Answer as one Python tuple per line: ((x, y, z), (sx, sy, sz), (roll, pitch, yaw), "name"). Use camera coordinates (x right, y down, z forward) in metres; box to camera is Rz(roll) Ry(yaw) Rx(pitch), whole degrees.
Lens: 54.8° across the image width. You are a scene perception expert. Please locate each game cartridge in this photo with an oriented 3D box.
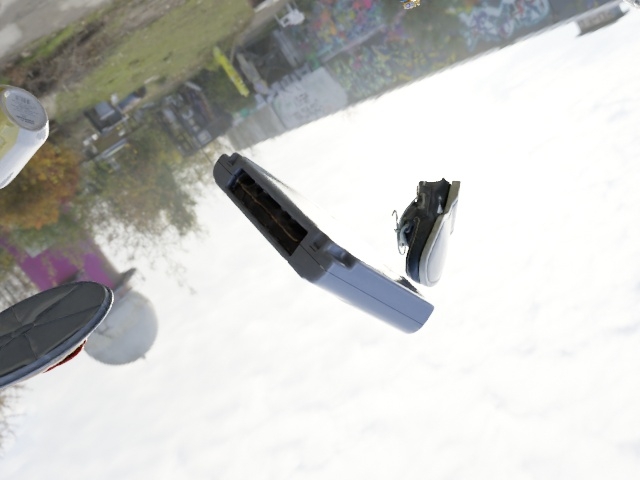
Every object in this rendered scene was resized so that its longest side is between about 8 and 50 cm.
((0.000, 0.000, 0.747), (0.062, 0.198, 0.297), (-51, -140, 4), "game cartridge")

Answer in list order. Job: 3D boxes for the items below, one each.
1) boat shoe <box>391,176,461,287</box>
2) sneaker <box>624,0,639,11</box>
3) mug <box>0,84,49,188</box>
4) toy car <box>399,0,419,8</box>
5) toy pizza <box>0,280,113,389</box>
((0.147, -0.022, 0.879), (0.079, 0.095, 0.254), (9, -143, 16), "boat shoe")
((0.386, -0.355, 0.668), (0.095, 0.235, 0.090), (-40, -127, -14), "sneaker")
((-0.227, -0.072, 0.427), (0.064, 0.062, 0.078), (-27, -158, 26), "mug")
((0.157, -0.430, 1.099), (0.041, 0.060, 0.122), (-17, 165, 10), "toy car")
((-0.322, 0.111, 0.686), (0.201, 0.032, 0.201), (-17, -156, 8), "toy pizza")
